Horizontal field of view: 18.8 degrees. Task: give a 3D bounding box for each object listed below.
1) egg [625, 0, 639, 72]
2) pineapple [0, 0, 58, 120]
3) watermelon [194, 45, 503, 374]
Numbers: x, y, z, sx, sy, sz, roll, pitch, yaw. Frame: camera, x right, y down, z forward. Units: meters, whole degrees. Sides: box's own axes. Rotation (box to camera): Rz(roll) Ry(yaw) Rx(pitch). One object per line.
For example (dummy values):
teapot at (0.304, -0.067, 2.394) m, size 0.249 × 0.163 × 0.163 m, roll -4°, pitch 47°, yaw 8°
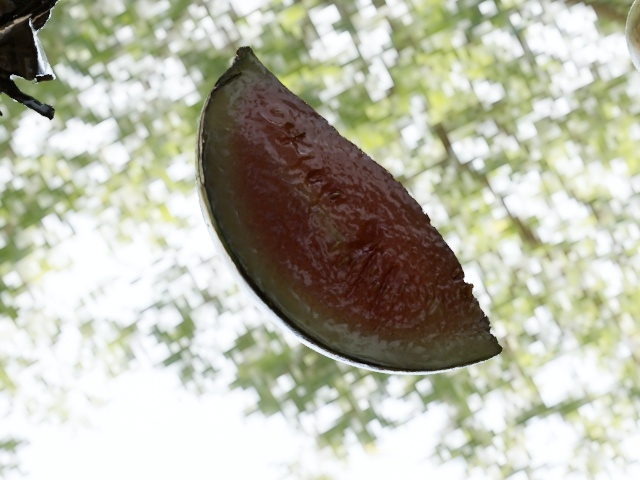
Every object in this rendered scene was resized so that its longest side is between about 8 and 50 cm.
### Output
egg at (0.334, -0.150, 1.387) m, size 0.231 × 0.169 × 0.169 m, roll 4°, pitch -147°, yaw 22°
pineapple at (-0.327, -0.116, 1.379) m, size 0.340 × 0.169 × 0.169 m, roll -21°, pitch -161°, yaw -10°
watermelon at (0.002, -0.002, 1.158) m, size 0.119 × 0.245 × 0.063 m, roll -40°, pitch 176°, yaw -11°
